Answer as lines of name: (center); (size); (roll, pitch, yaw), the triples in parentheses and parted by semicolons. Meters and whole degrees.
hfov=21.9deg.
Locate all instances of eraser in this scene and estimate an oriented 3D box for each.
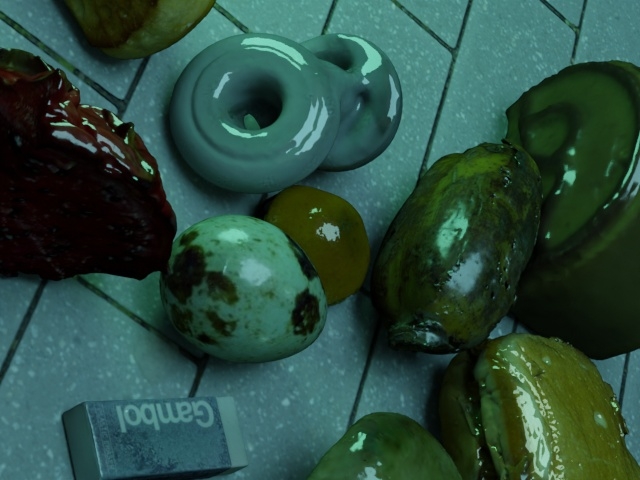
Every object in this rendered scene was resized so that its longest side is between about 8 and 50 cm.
eraser: (-0.180, 0.222, 1.842); (0.212, 0.046, 0.092); (1, 67, -42)

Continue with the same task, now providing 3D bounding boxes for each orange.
orange: (0.000, 0.000, 2.093); (0.170, 0.112, 0.160); (1, 68, -30)

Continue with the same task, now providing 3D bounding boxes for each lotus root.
lotus root: (0.182, 0.009, 2.190); (0.179, 0.196, 0.397); (39, 48, -13)

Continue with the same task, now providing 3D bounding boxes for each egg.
egg: (-0.084, 0.062, 1.932); (0.231, 0.169, 0.169); (30, 49, -43)

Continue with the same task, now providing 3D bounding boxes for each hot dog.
hot dog: (-0.252, -0.431, 2.030); (0.223, 0.185, 0.405); (-35, 93, -45)

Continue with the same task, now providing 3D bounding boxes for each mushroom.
mushroom: (0.097, 0.330, 1.907); (0.217, 0.212, 0.292); (30, 27, 22)

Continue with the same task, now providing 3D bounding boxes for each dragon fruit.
dragon fruit: (-0.258, -0.109, 1.728); (0.286, 0.329, 0.228); (6, 63, -26)

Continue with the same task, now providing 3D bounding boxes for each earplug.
earplug: (-0.037, -0.161, 2.111); (0.326, 0.175, 0.214); (-12, 68, -36)

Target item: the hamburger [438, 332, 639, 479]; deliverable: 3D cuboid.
hamburger: (0.291, 0.275, 2.156); (0.284, 0.174, 0.304); (13, 60, -40)

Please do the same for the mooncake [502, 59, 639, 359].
mooncake: (0.393, -0.058, 2.398); (0.246, 0.393, 0.394); (31, 10, -28)
